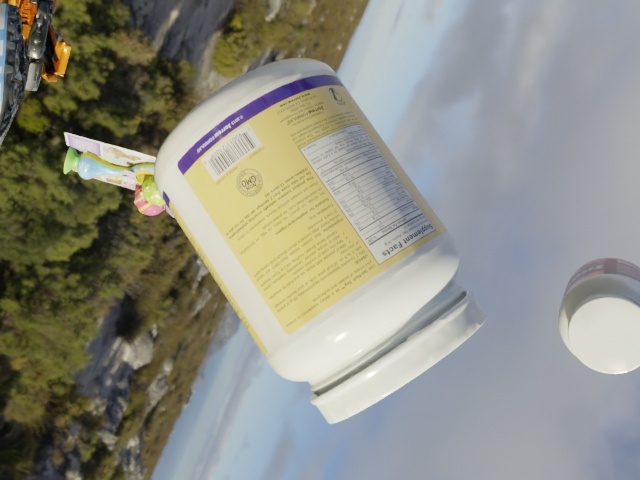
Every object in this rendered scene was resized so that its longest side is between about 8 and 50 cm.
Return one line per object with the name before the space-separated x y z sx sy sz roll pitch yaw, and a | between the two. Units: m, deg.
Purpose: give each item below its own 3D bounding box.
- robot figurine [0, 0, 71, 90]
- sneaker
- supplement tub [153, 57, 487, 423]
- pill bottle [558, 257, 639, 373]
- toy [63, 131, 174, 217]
robot figurine | -0.393 -0.348 0.855 0.085 0.211 0.291 -7 121 -40
sneaker | -0.323 -0.101 0.563 0.237 0.086 0.085 -71 -160 5
supplement tub | 0.000 0.000 0.687 0.241 0.331 0.241 -34 173 -5
pill bottle | 0.264 0.067 0.574 0.152 0.086 0.086 -16 132 -65
toy | -0.237 -0.070 0.876 0.137 0.237 0.056 139 -32 -67
